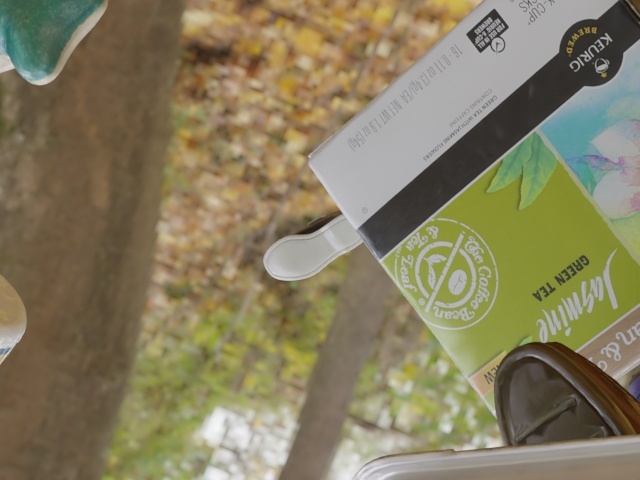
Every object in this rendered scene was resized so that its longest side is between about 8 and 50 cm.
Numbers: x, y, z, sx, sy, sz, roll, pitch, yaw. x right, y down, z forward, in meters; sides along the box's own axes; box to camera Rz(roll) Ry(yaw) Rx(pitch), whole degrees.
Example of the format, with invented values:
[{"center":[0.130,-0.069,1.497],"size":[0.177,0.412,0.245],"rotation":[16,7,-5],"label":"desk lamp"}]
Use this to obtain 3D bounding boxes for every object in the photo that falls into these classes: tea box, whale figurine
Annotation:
[{"center":[0.232,-0.059,1.474],"size":[0.323,0.329,0.220],"rotation":[52,-148,8],"label":"tea box"},{"center":[-0.312,-0.218,1.460],"size":[0.272,0.216,0.141],"rotation":[22,160,40],"label":"whale figurine"}]

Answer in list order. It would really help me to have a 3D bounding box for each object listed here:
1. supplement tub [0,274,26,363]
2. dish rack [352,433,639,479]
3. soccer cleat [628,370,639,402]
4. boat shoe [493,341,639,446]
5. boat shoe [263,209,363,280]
[{"center":[-0.415,0.118,1.751],"size":[0.144,0.199,0.144],"rotation":[36,-163,-13],"label":"supplement tub"},{"center":[0.203,0.233,1.068],"size":[0.333,0.072,0.285],"rotation":[-10,133,29],"label":"dish rack"},{"center":[0.426,0.213,1.696],"size":[0.289,0.093,0.121],"rotation":[25,-142,-25],"label":"soccer cleat"},{"center":[0.250,0.199,1.257],"size":[0.104,0.110,0.307],"rotation":[-19,-113,-46],"label":"boat shoe"},{"center":[0.000,0.000,1.625],"size":[0.046,0.125,0.038],"rotation":[55,-148,-6],"label":"boat shoe"}]
